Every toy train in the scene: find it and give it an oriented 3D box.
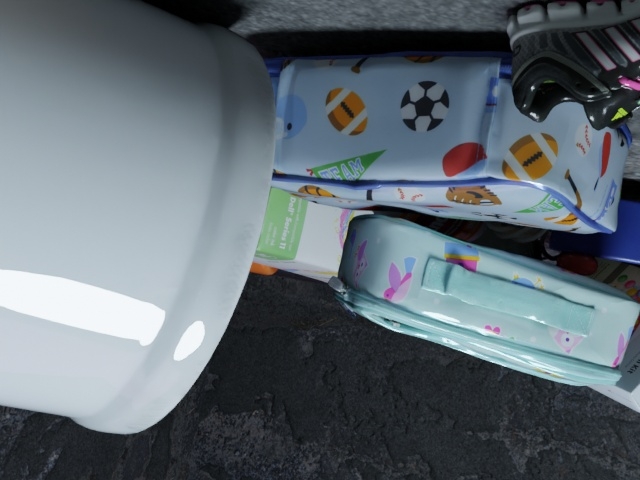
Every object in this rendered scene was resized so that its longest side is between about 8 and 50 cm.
[{"bbox_3d":[0.282,-0.021,0.944,0.248,0.105,0.143,10,-174,14],"label":"toy train"}]

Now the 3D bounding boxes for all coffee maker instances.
[{"bbox_3d":[0.270,0.033,1.267,0.171,0.120,0.178,8,173,13],"label":"coffee maker"}]

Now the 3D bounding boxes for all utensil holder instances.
[{"bbox_3d":[-0.277,-0.062,0.591,0.385,0.327,0.328,19,170,-31],"label":"utensil holder"}]

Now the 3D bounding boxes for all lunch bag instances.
[{"bbox_3d":[0.089,-0.075,0.715,0.303,0.115,0.243,9,178,31],"label":"lunch bag"},{"bbox_3d":[0.149,0.056,0.845,0.279,0.107,0.224,16,-178,-9],"label":"lunch bag"}]

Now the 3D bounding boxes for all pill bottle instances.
[{"bbox_3d":[0.109,-0.054,0.954,0.152,0.086,0.086,14,173,-21],"label":"pill bottle"}]

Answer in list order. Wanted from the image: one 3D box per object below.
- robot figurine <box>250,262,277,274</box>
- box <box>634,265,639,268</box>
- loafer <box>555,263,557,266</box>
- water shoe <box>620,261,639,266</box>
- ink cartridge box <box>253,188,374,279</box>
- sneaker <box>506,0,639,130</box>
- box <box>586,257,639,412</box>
[{"bbox_3d":[-0.144,-0.008,1.612,0.219,0.128,0.158,10,-145,14],"label":"robot figurine"},{"bbox_3d":[0.466,0.094,1.062,0.293,0.073,0.295,-7,-166,-25],"label":"box"},{"bbox_3d":[0.380,0.073,1.311,0.076,0.078,0.223,46,-153,17],"label":"loafer"},{"bbox_3d":[0.457,0.037,1.293,0.203,0.073,0.080,15,-159,-45],"label":"water shoe"},{"bbox_3d":[0.000,0.000,1.449,0.353,0.119,0.207,16,172,-34],"label":"ink cartridge box"},{"bbox_3d":[0.183,-0.099,0.500,0.170,0.074,0.063,6,171,38],"label":"sneaker"},{"bbox_3d":[0.324,0.095,0.943,0.038,0.145,0.186,52,169,-26],"label":"box"}]
